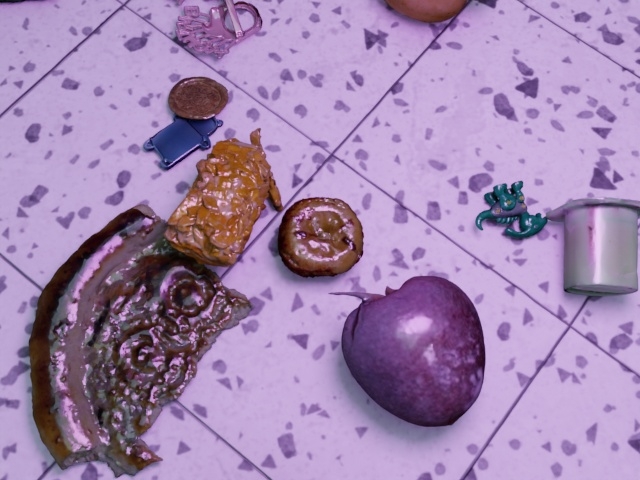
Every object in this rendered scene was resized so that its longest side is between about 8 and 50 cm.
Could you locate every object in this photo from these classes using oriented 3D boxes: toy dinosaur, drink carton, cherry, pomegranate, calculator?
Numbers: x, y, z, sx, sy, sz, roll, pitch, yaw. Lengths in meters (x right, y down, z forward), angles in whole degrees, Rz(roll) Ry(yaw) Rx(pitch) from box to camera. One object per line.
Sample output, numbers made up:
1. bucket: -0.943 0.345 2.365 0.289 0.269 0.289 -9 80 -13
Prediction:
1. toy dinosaur: 0.323 -0.047 1.414 0.133 0.059 0.096 -14 75 -17
2. drink carton: 0.459 0.015 1.350 0.146 0.144 0.142 7 77 -10
3. cherry: 0.144 0.158 1.255 0.213 0.183 0.266 -29 88 -5
4. pomegranate: 0.199 -0.496 1.509 0.207 0.207 0.207 1 68 -2
5. calculator: -0.239 -0.185 1.459 0.141 0.019 0.094 -39 75 -18

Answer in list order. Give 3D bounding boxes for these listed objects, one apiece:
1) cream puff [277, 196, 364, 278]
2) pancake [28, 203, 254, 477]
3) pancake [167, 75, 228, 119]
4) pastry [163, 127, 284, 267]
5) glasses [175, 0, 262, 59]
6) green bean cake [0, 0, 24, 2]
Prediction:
1. cream puff: 0.000 0.000 1.362 0.149 0.084 0.148 1 72 -4
2. pancake: -0.308 0.151 1.297 0.305 0.067 0.426 28 68 6
3. pancake: -0.219 -0.256 1.480 0.115 0.011 0.114 1 54 -1
4. pastry: -0.145 -0.070 1.359 0.154 0.102 0.249 23 55 3
5. glasses: -0.207 -0.452 1.529 0.162 0.095 0.255 -20 68 -5
6. green bean cake: -0.644 -0.594 1.524 0.308 0.169 0.300 -8 69 -4
